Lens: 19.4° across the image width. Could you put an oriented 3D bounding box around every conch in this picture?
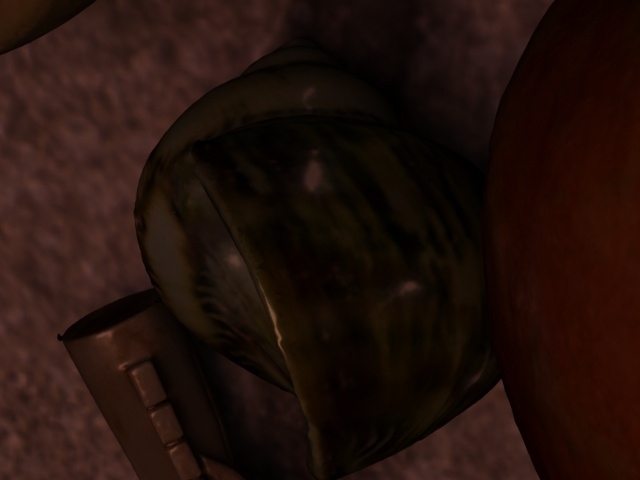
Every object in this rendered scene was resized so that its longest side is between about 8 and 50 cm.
[{"bbox_3d":[0.002,-0.002,0.716,0.124,0.187,0.181,-36,62,-9],"label":"conch"}]

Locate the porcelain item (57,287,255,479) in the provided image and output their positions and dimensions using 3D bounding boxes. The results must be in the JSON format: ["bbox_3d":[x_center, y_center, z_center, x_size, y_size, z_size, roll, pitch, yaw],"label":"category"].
[{"bbox_3d":[-0.046,0.126,0.822,0.054,0.084,0.213,-24,97,-3],"label":"porcelain item"}]

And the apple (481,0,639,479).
[{"bbox_3d":[0.194,0.038,0.577,0.301,0.301,0.301,6,107,19],"label":"apple"}]

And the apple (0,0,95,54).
[{"bbox_3d":[-0.143,-0.230,0.654,0.258,0.233,0.295,34,154,37],"label":"apple"}]
